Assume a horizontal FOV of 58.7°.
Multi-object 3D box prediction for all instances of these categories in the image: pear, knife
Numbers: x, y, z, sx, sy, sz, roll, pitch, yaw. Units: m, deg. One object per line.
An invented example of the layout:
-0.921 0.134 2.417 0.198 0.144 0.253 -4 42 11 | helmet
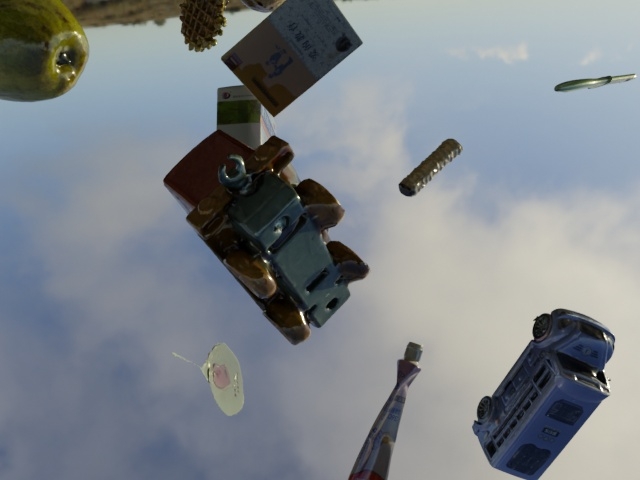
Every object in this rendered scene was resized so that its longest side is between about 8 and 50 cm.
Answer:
-0.614 -0.392 1.103 0.307 0.253 0.253 25 -149 10 | pear
0.524 -0.300 1.085 0.293 0.020 0.043 -17 -178 -34 | knife

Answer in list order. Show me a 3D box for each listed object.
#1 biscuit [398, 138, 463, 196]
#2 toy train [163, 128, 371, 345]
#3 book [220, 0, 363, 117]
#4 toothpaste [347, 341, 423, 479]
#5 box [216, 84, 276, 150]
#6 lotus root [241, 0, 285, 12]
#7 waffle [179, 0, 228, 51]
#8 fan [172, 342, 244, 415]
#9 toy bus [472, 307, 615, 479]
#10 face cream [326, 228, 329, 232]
0.292 -0.191 1.514 0.061 0.055 0.219 39 -111 18 | biscuit
-0.078 -0.010 0.812 0.163 0.369 0.231 -44 -126 -12 | toy train
-0.039 -0.271 0.811 0.172 0.118 0.012 -37 -147 13 | book
0.122 0.328 1.024 0.075 0.301 0.048 28 168 -33 | toothpaste
-0.165 -0.172 1.302 0.106 0.300 0.200 -4 166 4 | box
-0.086 -0.516 1.150 0.110 0.097 0.258 -32 -175 32 | lotus root
-0.352 -0.685 1.706 0.228 0.232 0.051 -6 179 45 | waffle
-0.250 0.301 1.310 0.010 0.310 0.182 -19 -121 14 | fan
0.224 0.152 0.559 0.073 0.167 0.076 22 -158 -8 | toy bus
0.000 0.000 1.438 0.040 0.083 0.021 17 -167 36 | face cream
